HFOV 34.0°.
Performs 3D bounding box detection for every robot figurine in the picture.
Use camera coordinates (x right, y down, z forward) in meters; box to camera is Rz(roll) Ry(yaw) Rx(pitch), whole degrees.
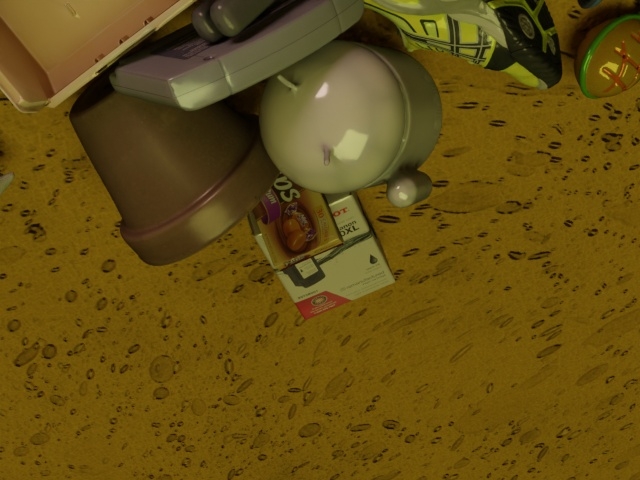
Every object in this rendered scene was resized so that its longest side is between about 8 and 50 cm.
[{"bbox_3d":[0.043,-0.169,1.423,0.200,0.300,0.353,-44,171,21],"label":"robot figurine"}]

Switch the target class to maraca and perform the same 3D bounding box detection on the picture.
[{"bbox_3d":[0.457,-0.288,1.581,0.186,0.099,0.127,-37,141,-18],"label":"maraca"}]

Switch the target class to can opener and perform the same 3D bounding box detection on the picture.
[{"bbox_3d":[-0.062,-0.355,1.267,0.076,0.283,0.095,-3,129,48],"label":"can opener"}]

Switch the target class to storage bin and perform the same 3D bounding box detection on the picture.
[{"bbox_3d":[-0.309,-0.322,1.216,0.262,0.123,0.260,-33,106,15],"label":"storage bin"}]

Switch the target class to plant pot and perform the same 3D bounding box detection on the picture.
[{"bbox_3d":[-0.213,-0.134,1.439,0.263,0.263,0.229,-31,116,14],"label":"plant pot"}]

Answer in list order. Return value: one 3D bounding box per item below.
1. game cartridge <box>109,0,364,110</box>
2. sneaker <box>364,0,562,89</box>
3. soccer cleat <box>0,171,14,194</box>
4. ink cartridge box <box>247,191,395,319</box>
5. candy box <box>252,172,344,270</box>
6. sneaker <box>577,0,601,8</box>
[{"bbox_3d":[-0.096,-0.248,1.296,0.294,0.196,0.060,-34,117,-25],"label":"game cartridge"},{"bbox_3d":[0.194,-0.319,1.461,0.385,0.145,0.147,28,141,-34],"label":"sneaker"},{"bbox_3d":[-0.531,-0.173,1.392,0.143,0.116,0.331,-44,129,-31],"label":"soccer cleat"},{"bbox_3d":[0.000,0.000,1.715,0.172,0.100,0.237,-24,136,5],"label":"ink cartridge box"},{"bbox_3d":[-0.049,-0.061,1.582,0.109,0.186,0.053,-23,168,6],"label":"candy box"},{"bbox_3d":[0.430,-0.387,1.502,0.059,0.053,0.144,18,127,-33],"label":"sneaker"}]
